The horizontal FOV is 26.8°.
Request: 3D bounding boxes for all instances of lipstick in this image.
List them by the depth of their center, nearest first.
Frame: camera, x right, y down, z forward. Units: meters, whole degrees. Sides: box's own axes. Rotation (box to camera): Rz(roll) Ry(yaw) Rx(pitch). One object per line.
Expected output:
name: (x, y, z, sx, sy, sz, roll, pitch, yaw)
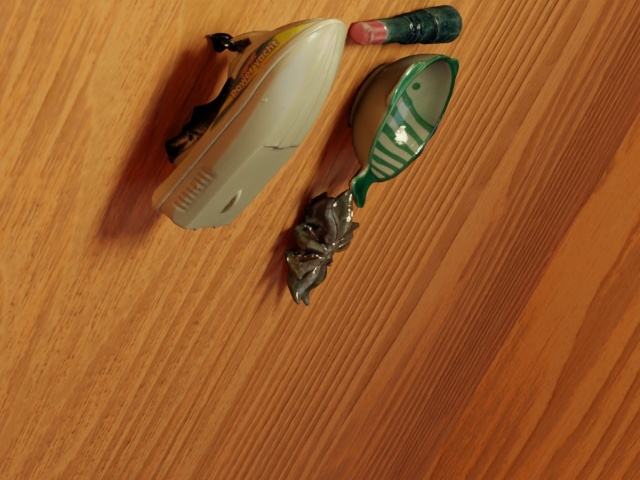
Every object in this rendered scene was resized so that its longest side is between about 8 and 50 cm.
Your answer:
lipstick: (0.110, -0.283, 1.770, 0.234, 0.053, 0.053, -16, 135, -55)

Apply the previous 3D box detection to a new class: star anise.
star anise: (0.000, 0.000, 1.914, 0.180, 0.061, 0.204, -48, 159, -24)

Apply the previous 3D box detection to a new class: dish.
dish: (0.090, -0.169, 1.841, 0.246, 0.078, 0.224, -53, 160, -12)

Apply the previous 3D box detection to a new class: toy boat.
toy boat: (-0.080, -0.136, 1.417, 0.269, 0.141, 0.141, -62, 160, 17)
